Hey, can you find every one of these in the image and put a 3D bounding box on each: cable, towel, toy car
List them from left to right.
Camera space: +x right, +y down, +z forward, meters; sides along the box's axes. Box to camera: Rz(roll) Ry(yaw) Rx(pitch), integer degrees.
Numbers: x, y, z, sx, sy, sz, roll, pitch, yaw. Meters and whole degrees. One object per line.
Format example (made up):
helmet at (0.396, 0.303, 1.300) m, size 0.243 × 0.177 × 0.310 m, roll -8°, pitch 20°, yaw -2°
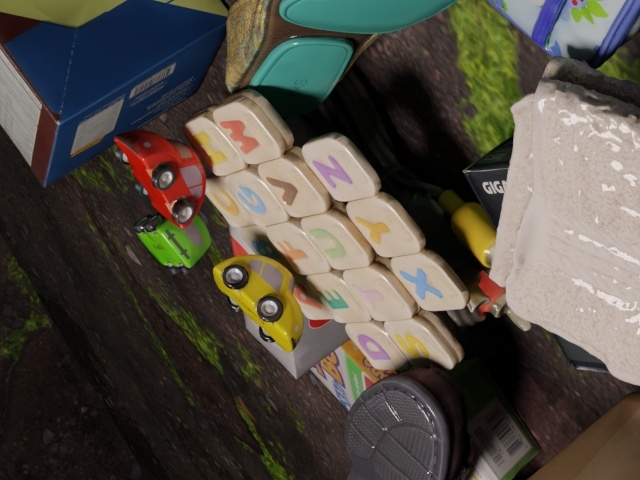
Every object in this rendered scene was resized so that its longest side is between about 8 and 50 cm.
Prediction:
toy car at (-0.112, -0.008, 1.203) m, size 0.239 × 0.053 × 0.225 m, roll 52°, pitch 163°, yaw -15°
cable at (0.085, -0.038, 1.100) m, size 0.287 × 0.072 × 0.139 m, roll 58°, pitch 171°, yaw 28°
towel at (0.227, 0.021, 0.726) m, size 0.282 × 0.049 × 0.187 m, roll 23°, pitch 140°, yaw 21°

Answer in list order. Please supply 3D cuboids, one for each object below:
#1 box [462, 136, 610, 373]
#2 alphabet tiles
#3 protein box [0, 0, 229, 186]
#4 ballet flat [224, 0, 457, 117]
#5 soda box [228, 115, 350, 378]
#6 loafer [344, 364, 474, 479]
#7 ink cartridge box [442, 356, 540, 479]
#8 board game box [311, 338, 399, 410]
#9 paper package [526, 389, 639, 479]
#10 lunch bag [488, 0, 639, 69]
box at (0.207, 0.009, 0.877) m, size 0.175 × 0.051 × 0.220 m, roll 60°, pitch 158°, yaw -14°
alphabet tiles at (0.000, 0.000, 1.101) m, size 0.284 × 0.021 × 0.278 m, roll 51°, pitch 157°, yaw -15°
protein box at (-0.218, -0.181, 1.294) m, size 0.136 × 0.200 × 0.201 m, roll 54°, pitch 159°, yaw 2°
ballet flat at (0.008, -0.186, 0.948) m, size 0.123 × 0.123 × 0.348 m, roll 55°, pitch 157°, yaw -2°
soda box at (-0.025, 0.013, 1.321) m, size 0.091 × 0.098 × 0.286 m, roll 43°, pitch 157°, yaw 28°
loafer at (0.083, 0.195, 1.197) m, size 0.109 × 0.095 × 0.302 m, roll 43°, pitch 147°, yaw 24°
ink cartridge box at (0.108, 0.189, 1.304) m, size 0.109 × 0.062 × 0.209 m, roll 56°, pitch 150°, yaw -4°
board game box at (0.028, 0.137, 1.490) m, size 0.259 × 0.039 × 0.124 m, roll 48°, pitch 157°, yaw 25°
paper package at (0.206, 0.332, 0.993) m, size 0.168 × 0.325 × 0.309 m, roll 33°, pitch 151°, yaw 46°
lunch bag at (0.131, -0.198, 0.677) m, size 0.176 × 0.090 × 0.219 m, roll 46°, pitch 159°, yaw 11°
